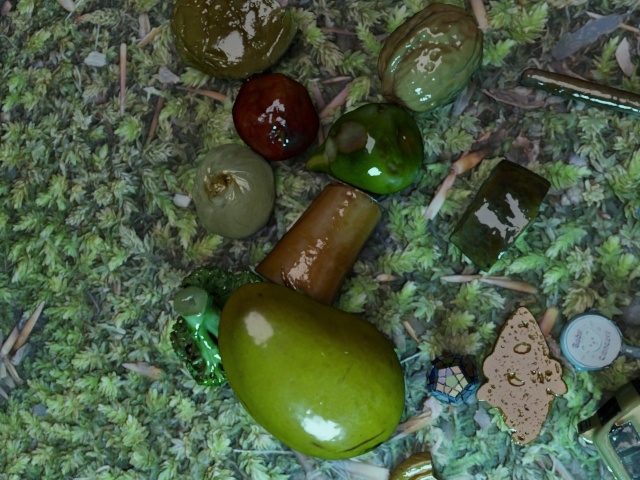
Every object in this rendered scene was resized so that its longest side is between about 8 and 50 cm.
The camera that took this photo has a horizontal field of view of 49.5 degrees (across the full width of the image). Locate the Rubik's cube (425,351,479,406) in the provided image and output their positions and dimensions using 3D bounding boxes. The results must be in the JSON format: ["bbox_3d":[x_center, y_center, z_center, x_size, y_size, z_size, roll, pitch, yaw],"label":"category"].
[{"bbox_3d":[0.270,0.284,1.426,0.111,0.111,0.093,-50,49,6],"label":"Rubik's cube"}]

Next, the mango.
[{"bbox_3d":[-0.019,0.251,1.366,0.301,0.220,0.445,-39,115,4],"label":"mango"}]

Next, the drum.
[{"bbox_3d":[0.597,0.234,1.370,0.253,0.049,0.130,29,93,15],"label":"drum"}]

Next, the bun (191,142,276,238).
[{"bbox_3d":[-0.203,-0.113,1.558,0.223,0.127,0.222,0,88,14],"label":"bun"}]

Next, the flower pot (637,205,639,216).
[{"bbox_3d":[0.737,-0.047,1.271,0.243,0.265,0.265,40,96,27],"label":"flower pot"}]

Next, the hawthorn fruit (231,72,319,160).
[{"bbox_3d":[-0.094,-0.261,1.490,0.190,0.251,0.189,-5,112,-11],"label":"hawthorn fruit"}]

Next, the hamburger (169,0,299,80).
[{"bbox_3d":[-0.218,-0.473,1.588,0.309,0.132,0.211,25,90,13],"label":"hamburger"}]

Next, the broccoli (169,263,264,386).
[{"bbox_3d":[-0.226,0.157,1.474,0.254,0.269,0.269,-45,77,-6],"label":"broccoli"}]

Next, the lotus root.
[{"bbox_3d":[0.367,-0.058,1.418,0.119,0.138,0.234,34,89,4],"label":"lotus root"}]

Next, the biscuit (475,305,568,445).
[{"bbox_3d":[0.409,0.274,1.420,0.183,0.043,0.280,-1,81,10],"label":"biscuit"}]

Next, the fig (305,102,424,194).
[{"bbox_3d":[0.077,-0.188,1.484,0.275,0.206,0.205,-9,82,47],"label":"fig"}]

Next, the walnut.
[{"bbox_3d":[0.226,-0.376,1.441,0.245,0.198,0.198,-39,78,8],"label":"walnut"}]

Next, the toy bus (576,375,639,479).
[{"bbox_3d":[0.650,0.442,1.278,0.202,0.177,0.365,-32,80,16],"label":"toy bus"}]

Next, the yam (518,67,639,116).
[{"bbox_3d":[0.541,-0.307,1.429,0.264,0.046,0.046,19,90,13],"label":"yam"}]

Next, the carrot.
[{"bbox_3d":[0.000,0.000,1.474,0.196,0.196,0.254,29,88,14],"label":"carrot"}]

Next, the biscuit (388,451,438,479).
[{"bbox_3d":[0.204,0.565,1.452,0.145,0.033,0.224,-17,81,12],"label":"biscuit"}]
